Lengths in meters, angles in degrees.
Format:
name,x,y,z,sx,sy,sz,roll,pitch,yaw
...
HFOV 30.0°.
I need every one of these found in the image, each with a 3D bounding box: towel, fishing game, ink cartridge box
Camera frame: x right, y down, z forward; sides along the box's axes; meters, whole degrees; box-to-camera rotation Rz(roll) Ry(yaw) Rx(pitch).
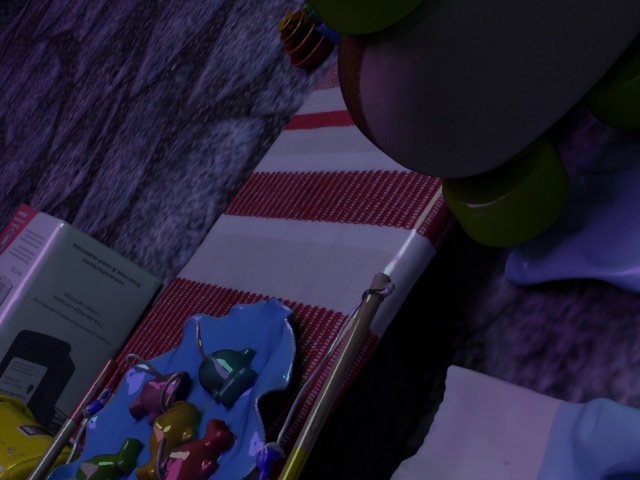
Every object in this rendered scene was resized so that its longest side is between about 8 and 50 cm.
name,x,y,z,sx,sy,sz,roll,pitch,yaw
towel,0.000,0.000,0.653,0.329,0.037,0.237,-55,23,-14
fishing game,-0.085,0.095,0.561,0.264,0.041,0.189,-16,37,52
ink cartridge box,-0.253,0.099,0.975,0.237,0.100,0.172,-59,24,-8

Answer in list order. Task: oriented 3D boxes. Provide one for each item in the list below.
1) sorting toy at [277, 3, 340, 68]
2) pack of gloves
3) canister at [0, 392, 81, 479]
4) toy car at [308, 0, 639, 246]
name,x,y,z,sx,sy,sz,roll,pitch,yaw
sorting toy,0.003,-0.174,0.907,0.102,0.042,0.061,-46,26,22
pack of gloves,0.110,0.032,0.445,0.232,0.046,0.195,-2,58,61
canister,-0.190,0.172,0.751,0.170,0.073,0.126,9,108,61
toy car,0.047,-0.117,0.531,0.149,0.155,0.188,-41,37,-3
